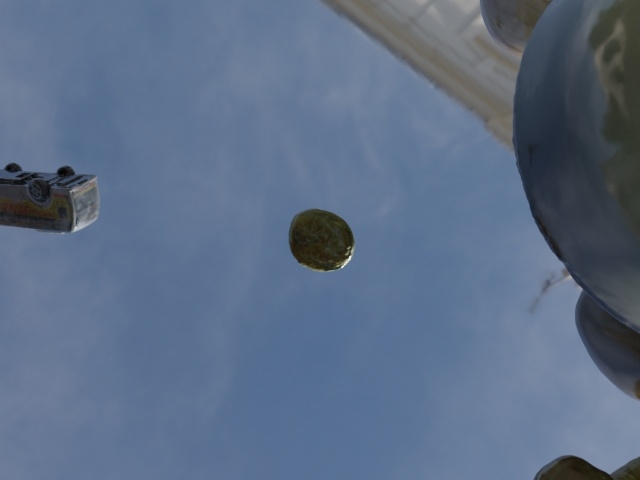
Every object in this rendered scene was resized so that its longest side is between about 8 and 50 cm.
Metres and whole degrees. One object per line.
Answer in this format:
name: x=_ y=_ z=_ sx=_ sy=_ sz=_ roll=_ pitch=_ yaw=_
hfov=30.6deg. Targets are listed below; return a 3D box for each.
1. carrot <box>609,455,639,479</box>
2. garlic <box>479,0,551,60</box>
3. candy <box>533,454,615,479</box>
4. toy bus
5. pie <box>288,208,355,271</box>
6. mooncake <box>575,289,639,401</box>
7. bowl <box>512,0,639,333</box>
carrot: x=0.431 y=0.320 z=1.542 sx=0.358 sy=0.074 sz=0.074 roll=-20 pitch=-100 yaw=-35
garlic: x=0.310 y=-0.292 z=1.111 sx=0.317 sy=0.317 sz=0.259 roll=-3 pitch=-127 yaw=-26
candy: x=0.317 y=0.331 z=1.223 sx=0.102 sy=0.104 sz=0.234 roll=-40 pitch=-134 yaw=-13
toy bus: x=-0.360 y=-0.051 z=1.437 sx=0.064 sy=0.190 sz=0.075 roll=-35 pitch=-55 yaw=-55
pie: x=0.001 y=0.001 z=1.330 sx=0.084 sy=0.084 sz=0.021 roll=40 pitch=-145 yaw=-6
mooncake: x=0.501 y=0.081 z=1.253 sx=0.262 sy=0.467 sz=0.467 roll=-34 pitch=-93 yaw=-20
bowl: x=0.326 y=-0.097 z=0.809 sx=0.354 sy=0.185 sz=0.354 roll=1 pitch=-101 yaw=-5
